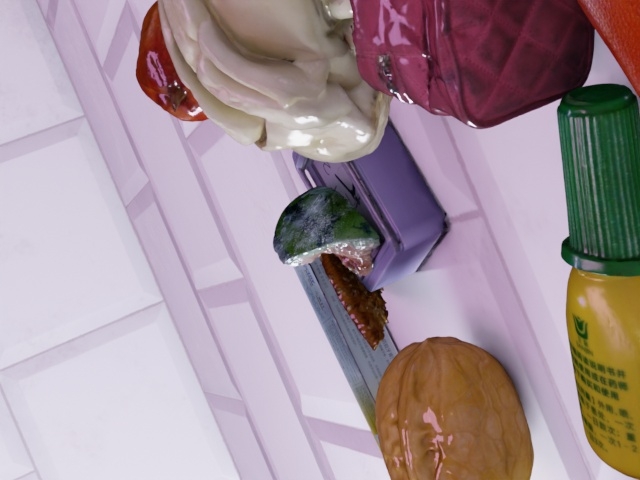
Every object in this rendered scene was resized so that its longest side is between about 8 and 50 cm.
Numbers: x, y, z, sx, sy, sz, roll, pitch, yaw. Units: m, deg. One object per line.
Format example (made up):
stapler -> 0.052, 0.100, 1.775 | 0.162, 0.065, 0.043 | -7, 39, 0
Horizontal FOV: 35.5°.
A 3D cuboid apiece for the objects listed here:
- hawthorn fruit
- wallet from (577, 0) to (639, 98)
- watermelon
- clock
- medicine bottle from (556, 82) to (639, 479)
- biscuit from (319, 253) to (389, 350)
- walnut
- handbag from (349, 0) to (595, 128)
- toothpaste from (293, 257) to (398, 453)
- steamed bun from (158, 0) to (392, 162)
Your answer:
hawthorn fruit -> -0.155, -0.243, 1.271 | 0.173, 0.179, 0.173 | 24, 126, 38
wallet -> 0.235, -0.098, 0.577 | 0.204, 0.045, 0.142 | 63, 161, 13
watermelon -> -0.004, -0.010, 1.077 | 0.080, 0.101, 0.155 | 69, 175, -49
clock -> 0.049, -0.056, 1.100 | 0.193, 0.073, 0.144 | 60, 161, 15
medicine bottle -> 0.219, 0.037, 0.733 | 0.111, 0.076, 0.309 | 31, 141, 59
biscuit -> 0.039, 0.045, 1.174 | 0.126, 0.025, 0.206 | 54, -169, -14
walnut -> 0.136, 0.198, 1.040 | 0.159, 0.159, 0.207 | -175, 70, -69
handbag -> 0.099, -0.196, 0.683 | 0.135, 0.146, 0.225 | 35, 143, 49
toothpaste -> 0.055, 0.144, 1.328 | 0.313, 0.071, 0.089 | 64, 164, 8
steamed bun -> -0.042, -0.211, 0.832 | 0.289, 0.203, 0.276 | 34, -122, -80
